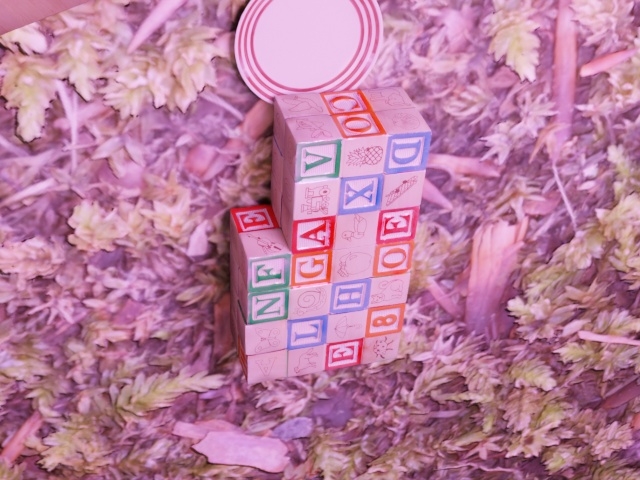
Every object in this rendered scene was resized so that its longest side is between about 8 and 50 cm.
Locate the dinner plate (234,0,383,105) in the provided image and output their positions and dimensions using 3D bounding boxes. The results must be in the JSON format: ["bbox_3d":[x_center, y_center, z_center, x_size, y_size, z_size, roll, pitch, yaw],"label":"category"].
[{"bbox_3d":[-0.011,-0.186,0.899,0.141,0.017,0.141,-10,127,-14],"label":"dinner plate"}]

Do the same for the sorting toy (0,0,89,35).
[{"bbox_3d":[-0.294,-0.205,0.656,0.255,0.257,0.089,-21,85,-1],"label":"sorting toy"}]

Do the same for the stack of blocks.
[{"bbox_3d":[0.000,0.000,0.983,0.171,0.087,0.297,-7,130,-15],"label":"stack of blocks"}]
